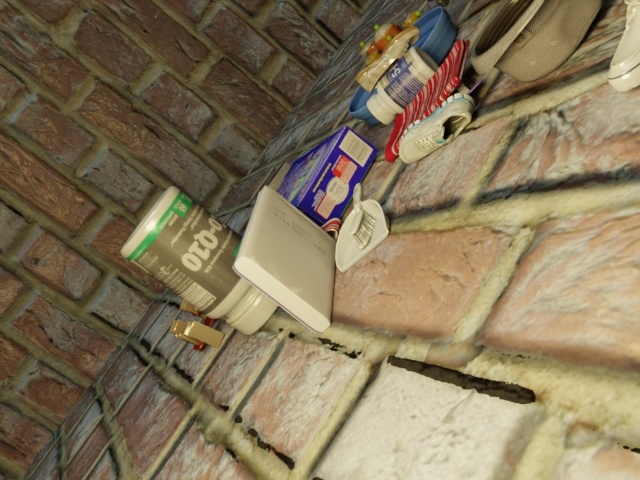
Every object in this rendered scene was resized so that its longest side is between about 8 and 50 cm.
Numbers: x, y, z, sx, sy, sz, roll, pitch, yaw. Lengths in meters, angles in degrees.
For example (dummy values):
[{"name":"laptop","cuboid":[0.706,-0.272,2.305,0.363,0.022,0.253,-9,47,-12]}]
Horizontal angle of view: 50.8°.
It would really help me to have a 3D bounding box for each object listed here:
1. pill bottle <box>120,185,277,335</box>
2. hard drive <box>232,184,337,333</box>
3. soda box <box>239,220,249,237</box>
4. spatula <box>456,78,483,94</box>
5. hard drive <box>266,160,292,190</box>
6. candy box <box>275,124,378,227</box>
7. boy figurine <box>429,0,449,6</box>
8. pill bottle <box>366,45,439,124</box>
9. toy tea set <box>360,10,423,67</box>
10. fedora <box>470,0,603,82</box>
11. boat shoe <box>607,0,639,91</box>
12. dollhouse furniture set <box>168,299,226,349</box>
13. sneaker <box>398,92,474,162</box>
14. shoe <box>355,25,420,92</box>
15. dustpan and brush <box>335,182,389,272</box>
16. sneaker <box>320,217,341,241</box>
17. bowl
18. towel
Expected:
[{"name":"pill bottle","cuboid":[-0.268,0.055,1.602,0.204,0.361,0.204,-47,16,18]},{"name":"hard drive","cuboid":[-0.059,0.027,1.353,0.040,0.210,0.319,-44,17,23]},{"name":"soda box","cuboid":[-0.159,-0.031,2.008,0.263,0.083,0.092,-25,32,58]},{"name":"spatula","cuboid":[0.306,-0.342,1.487,0.084,0.030,0.296,-46,16,17]},{"name":"hard drive","cuboid":[-0.077,-0.150,1.945,0.094,0.135,0.022,-56,17,-13]},{"name":"candy box","cuboid":[-0.024,-0.124,1.764,0.317,0.122,0.268,-20,36,60]},{"name":"boy figurine","cuboid":[0.402,-0.660,1.731,0.285,0.177,0.092,22,103,52]},{"name":"pill bottle","cuboid":[0.210,-0.388,1.715,0.186,0.112,0.112,-44,17,27]},{"name":"toy tea set","cuboid":[0.218,-0.720,2.411,0.200,0.124,0.336,-58,17,-22]},{"name":"fedora","cuboid":[0.387,-0.381,1.167,0.275,0.124,0.244,-51,11,34]},{"name":"boat shoe","cuboid":[0.453,-0.318,0.912,0.258,0.084,0.095,-55,16,-13]},{"name":"dollhouse furniture set","cuboid":[-0.298,0.188,1.904,0.262,0.135,0.259,-14,52,66]},{"name":"sneaker","cuboid":[0.228,-0.213,1.353,0.190,0.071,0.083,-41,24,33]},{"name":"shoe","cuboid":[0.192,-0.489,1.828,0.219,0.058,0.076,-40,-12,23]},{"name":"dustpan and brush","cuboid":[0.083,-0.049,1.401,0.147,0.060,0.211,-42,18,32]},{"name":"sneaker","cuboid":[0.000,0.000,1.563,0.118,0.042,0.067,-43,14,23]},{"name":"bowl","cuboid":[0.236,-0.494,1.945,0.391,0.077,0.391,-46,16,17]},{"name":"towel","cuboid":[0.241,-0.318,1.544,0.275,0.031,0.199,-50,13,43]}]
